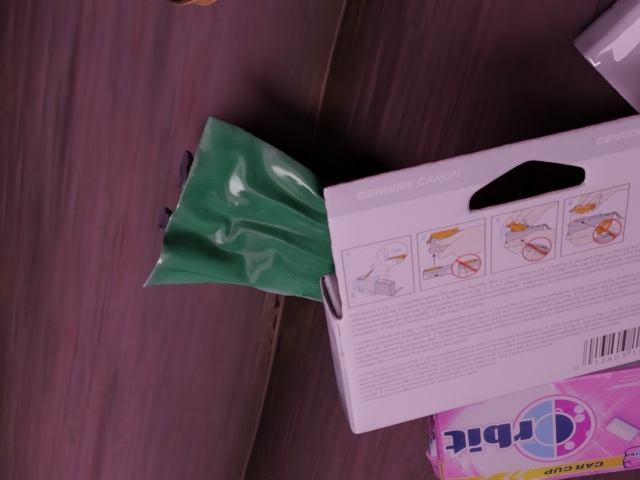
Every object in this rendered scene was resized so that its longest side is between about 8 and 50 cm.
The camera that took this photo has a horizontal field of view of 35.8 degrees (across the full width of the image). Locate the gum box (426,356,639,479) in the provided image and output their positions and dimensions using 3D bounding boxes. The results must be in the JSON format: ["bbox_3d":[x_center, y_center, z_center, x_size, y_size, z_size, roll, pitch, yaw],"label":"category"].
[{"bbox_3d":[0.179,0.142,0.829,0.189,0.062,0.107,-9,119,1],"label":"gum box"}]

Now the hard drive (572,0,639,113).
[{"bbox_3d":[0.381,-0.181,0.669,0.233,0.047,0.353,39,111,-22],"label":"hard drive"}]

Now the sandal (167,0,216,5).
[{"bbox_3d":[-0.084,-0.169,0.558,0.219,0.060,0.090,2,150,1],"label":"sandal"}]

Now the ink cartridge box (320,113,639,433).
[{"bbox_3d":[0.136,0.013,0.712,0.275,0.060,0.238,-13,129,-6],"label":"ink cartridge box"}]

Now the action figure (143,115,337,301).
[{"bbox_3d":[0.000,0.000,0.739,0.232,0.063,0.137,17,116,-20],"label":"action figure"}]
